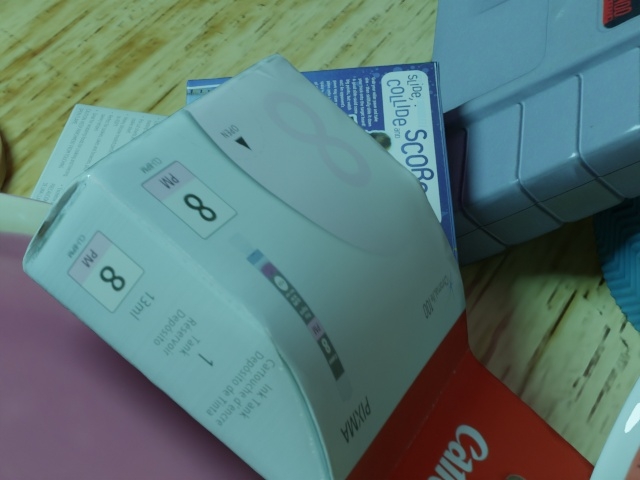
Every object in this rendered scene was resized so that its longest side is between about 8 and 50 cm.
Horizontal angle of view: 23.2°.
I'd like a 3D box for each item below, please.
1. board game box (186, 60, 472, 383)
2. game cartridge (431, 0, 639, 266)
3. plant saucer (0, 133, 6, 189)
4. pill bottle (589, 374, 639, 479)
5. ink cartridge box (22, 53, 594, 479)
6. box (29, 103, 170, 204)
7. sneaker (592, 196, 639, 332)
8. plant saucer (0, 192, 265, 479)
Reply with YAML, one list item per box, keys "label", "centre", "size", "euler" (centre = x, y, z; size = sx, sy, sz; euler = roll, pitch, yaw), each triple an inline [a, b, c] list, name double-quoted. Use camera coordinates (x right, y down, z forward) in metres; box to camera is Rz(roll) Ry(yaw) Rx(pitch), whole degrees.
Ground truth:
- label: "board game box"
  centre: [0.000, 0.000, 0.774]
  size: [0.136, 0.035, 0.201]
  euler: [-4, 53, 3]
- label: "game cartridge"
  centre: [0.162, -0.173, 0.867]
  size: [0.068, 0.230, 0.355]
  euler: [33, 47, -30]
- label: "plant saucer"
  centre: [-0.276, -0.051, 0.863]
  size: [0.200, 0.037, 0.200]
  euler: [3, 39, -2]
- label: "pill bottle"
  centre: [0.224, 0.128, 0.619]
  size: [0.221, 0.124, 0.124]
  euler: [24, 42, 24]
- label: "ink cartridge box"
  centre: [0.022, 0.037, 0.617]
  size: [0.232, 0.066, 0.189]
  euler: [38, 27, 4]
- label: "box"
  centre: [-0.126, 0.051, 0.728]
  size: [0.067, 0.063, 0.324]
  euler: [8, 39, 3]
- label: "sneaker"
  centre: [0.219, 0.022, 0.793]
  size: [0.092, 0.087, 0.229]
  euler: [-7, 46, -26]
- label: "plant saucer"
  centre: [-0.104, 0.099, 0.548]
  size: [0.332, 0.084, 0.332]
  euler: [24, 37, -20]
